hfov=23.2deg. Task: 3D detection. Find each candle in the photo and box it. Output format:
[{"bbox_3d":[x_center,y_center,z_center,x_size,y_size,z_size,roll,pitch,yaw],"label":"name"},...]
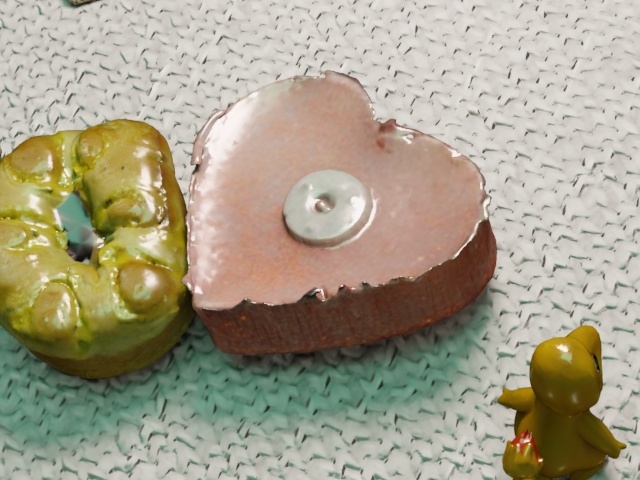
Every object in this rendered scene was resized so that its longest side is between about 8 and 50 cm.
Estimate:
[{"bbox_3d":[0.000,0.000,1.490,0.317,0.131,0.287,29,63,33],"label":"candle"}]

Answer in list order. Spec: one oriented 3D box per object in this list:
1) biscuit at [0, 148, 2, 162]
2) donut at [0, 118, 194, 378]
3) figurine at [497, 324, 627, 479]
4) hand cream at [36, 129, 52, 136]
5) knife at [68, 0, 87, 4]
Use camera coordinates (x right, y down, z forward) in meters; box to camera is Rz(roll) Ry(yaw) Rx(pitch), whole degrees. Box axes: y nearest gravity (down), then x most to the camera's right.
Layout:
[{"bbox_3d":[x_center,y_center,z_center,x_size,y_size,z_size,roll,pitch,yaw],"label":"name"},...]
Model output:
[{"bbox_3d":[-0.408,-0.015,1.574,0.062,0.108,0.239,37,71,24],"label":"biscuit"},{"bbox_3d":[-0.226,0.009,1.519,0.209,0.128,0.261,-9,58,5],"label":"donut"},{"bbox_3d":[0.195,0.154,1.333,0.121,0.176,0.122,26,49,24],"label":"figurine"},{"bbox_3d":[-0.267,-0.094,1.658,0.093,0.019,0.030,14,64,25],"label":"hand cream"},{"bbox_3d":[-0.125,-0.341,1.768,0.365,0.043,0.089,-15,57,1],"label":"knife"}]
